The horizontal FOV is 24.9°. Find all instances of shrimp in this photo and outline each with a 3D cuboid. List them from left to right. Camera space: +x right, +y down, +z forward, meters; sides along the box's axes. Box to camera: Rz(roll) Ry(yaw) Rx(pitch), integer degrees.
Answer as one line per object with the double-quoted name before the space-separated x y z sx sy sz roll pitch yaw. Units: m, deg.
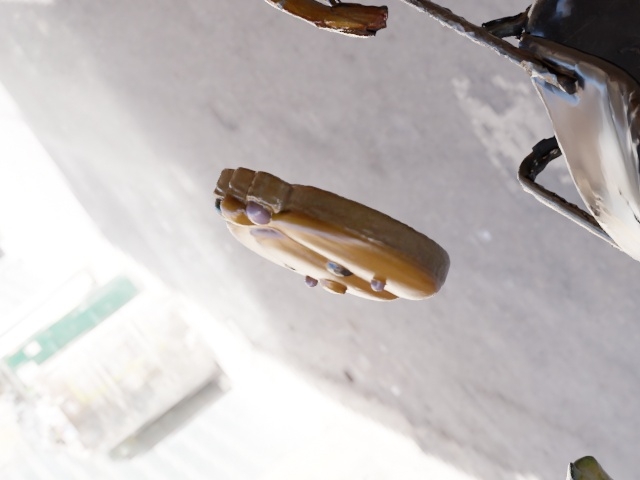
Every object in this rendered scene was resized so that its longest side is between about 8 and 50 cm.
"shrimp" 0.022 -0.149 0.858 0.091 0.127 0.025 38 133 37

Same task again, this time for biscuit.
"biscuit" -0.001 0.004 0.997 0.170 0.050 0.170 20 169 4

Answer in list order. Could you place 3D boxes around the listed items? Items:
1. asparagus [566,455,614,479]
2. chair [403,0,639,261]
"asparagus" 0.203 0.265 1.081 0.085 0.082 0.343 12 138 13
"chair" 0.128 -0.063 0.483 0.140 0.145 0.221 47 -173 -30
